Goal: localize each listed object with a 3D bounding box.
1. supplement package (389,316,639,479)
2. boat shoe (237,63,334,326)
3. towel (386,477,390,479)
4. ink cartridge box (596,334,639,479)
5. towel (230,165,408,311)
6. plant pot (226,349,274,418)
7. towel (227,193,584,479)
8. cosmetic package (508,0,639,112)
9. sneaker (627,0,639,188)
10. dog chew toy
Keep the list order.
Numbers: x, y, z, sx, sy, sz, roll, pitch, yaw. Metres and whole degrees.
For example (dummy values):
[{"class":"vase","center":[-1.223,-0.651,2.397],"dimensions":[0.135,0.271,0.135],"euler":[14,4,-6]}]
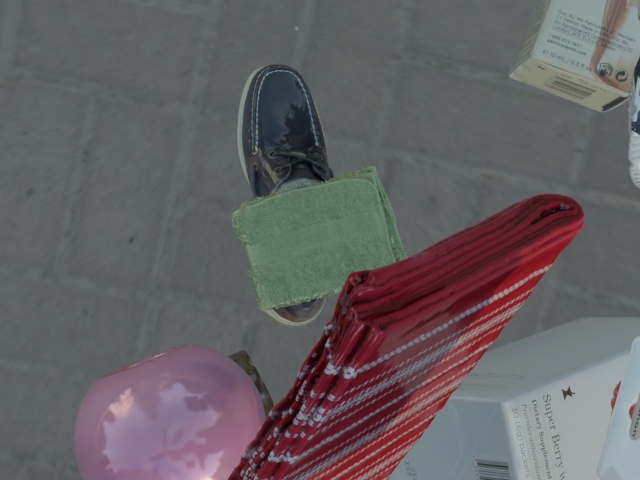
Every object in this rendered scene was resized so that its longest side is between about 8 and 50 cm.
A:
[{"class":"supplement package","center":[0.226,0.188,1.492],"dimensions":[0.293,0.175,0.177],"euler":[-16,97,-38]},{"class":"boat shoe","center":[-0.027,-0.053,1.693],"dimensions":[0.103,0.092,0.285],"euler":[0,82,-19]},{"class":"towel","center":[0.164,0.272,1.864],"dimensions":[0.038,0.248,0.325],"euler":[-12,142,30]},{"class":"ink cartridge box","center":[0.292,0.150,1.178],"dimensions":[0.198,0.067,0.115],"euler":[20,80,-12]},{"class":"towel","center":[0.000,0.000,1.470],"dimensions":[0.148,0.027,0.110],"euler":[-17,86,-8]},{"class":"plant pot","center":[-0.138,0.219,1.906],"dimensions":[0.165,0.167,0.167],"euler":[-25,97,-7]},{"class":"towel","center":[0.015,0.094,0.808],"dimensions":[0.031,0.199,0.275],"euler":[45,126,18]},{"class":"cosmetic package","center":[0.333,-0.311,1.826],"dimensions":[0.129,0.153,0.296],"euler":[20,87,-1]},{"class":"sneaker","center":[0.368,-0.146,1.487],"dimensions":[0.153,0.094,0.235],"euler":[4,119,8]},{"class":"dog chew toy","center":[-0.128,0.281,1.692],"dimensions":[0.207,0.206,0.332],"euler":[-21,91,2]}]
